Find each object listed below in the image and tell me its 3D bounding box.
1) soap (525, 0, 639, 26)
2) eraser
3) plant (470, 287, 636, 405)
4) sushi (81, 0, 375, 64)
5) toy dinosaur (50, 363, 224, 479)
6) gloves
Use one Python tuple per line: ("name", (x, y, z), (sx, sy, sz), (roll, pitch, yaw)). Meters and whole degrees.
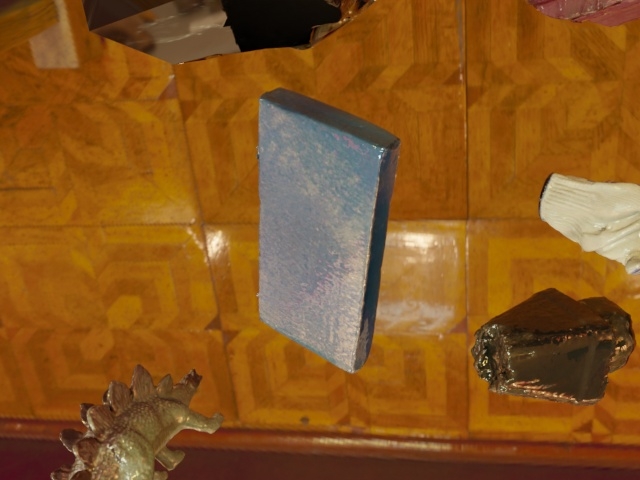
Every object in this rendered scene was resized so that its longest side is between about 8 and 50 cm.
("soap", (0.413, -0.398, 1.098), (0.112, 0.289, 0.182), (-2, 91, -29))
("eraser", (0.000, 0.000, 0.817), (0.144, 0.042, 0.312), (26, 136, 24))
("plant", (0.358, 0.163, 1.186), (0.255, 0.164, 0.142), (-8, 114, -20))
("sushi", (-0.034, -0.264, 0.564), (0.215, 0.212, 0.227), (-10, 84, 26))
("toy dinosaur", (-0.125, 0.138, 0.488), (0.039, 0.209, 0.082), (-34, 104, 29))
("gloves", (0.364, -0.021, 0.926), (0.097, 0.229, 0.119), (-23, 128, -25))
